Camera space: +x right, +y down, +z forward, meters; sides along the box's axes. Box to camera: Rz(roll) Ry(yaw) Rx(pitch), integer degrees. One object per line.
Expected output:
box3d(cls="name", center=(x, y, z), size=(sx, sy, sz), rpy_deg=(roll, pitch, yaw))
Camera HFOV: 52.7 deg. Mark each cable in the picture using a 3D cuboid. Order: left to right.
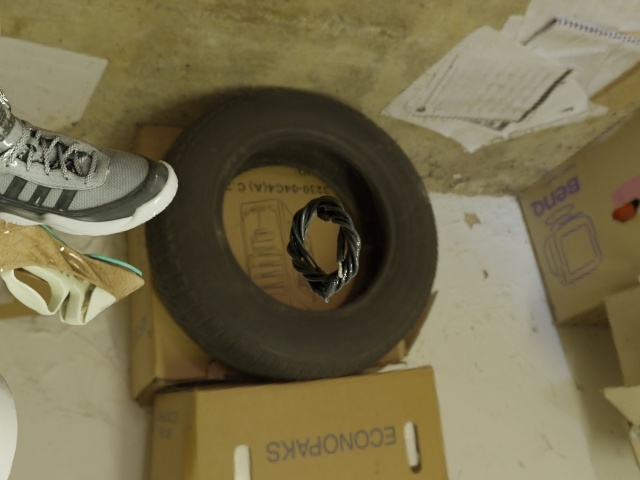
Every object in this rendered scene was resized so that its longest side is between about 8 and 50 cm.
box3d(cls="cable", center=(0.000, 0.000, 1.069), size=(0.047, 0.184, 0.151), rpy_deg=(1, 132, -32))

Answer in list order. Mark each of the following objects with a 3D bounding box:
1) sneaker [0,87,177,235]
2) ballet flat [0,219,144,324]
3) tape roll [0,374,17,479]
box3d(cls="sneaker", center=(-0.288, -0.087, 0.652), size=(0.268, 0.101, 0.153), rpy_deg=(3, 147, 3))
box3d(cls="ballet flat", center=(-0.405, 0.062, 1.021), size=(0.116, 0.124, 0.342), rpy_deg=(-4, 158, 17))
box3d(cls="tape roll", center=(-0.517, 0.257, 0.771), size=(0.286, 0.286, 0.100), rpy_deg=(-14, 150, 8))
